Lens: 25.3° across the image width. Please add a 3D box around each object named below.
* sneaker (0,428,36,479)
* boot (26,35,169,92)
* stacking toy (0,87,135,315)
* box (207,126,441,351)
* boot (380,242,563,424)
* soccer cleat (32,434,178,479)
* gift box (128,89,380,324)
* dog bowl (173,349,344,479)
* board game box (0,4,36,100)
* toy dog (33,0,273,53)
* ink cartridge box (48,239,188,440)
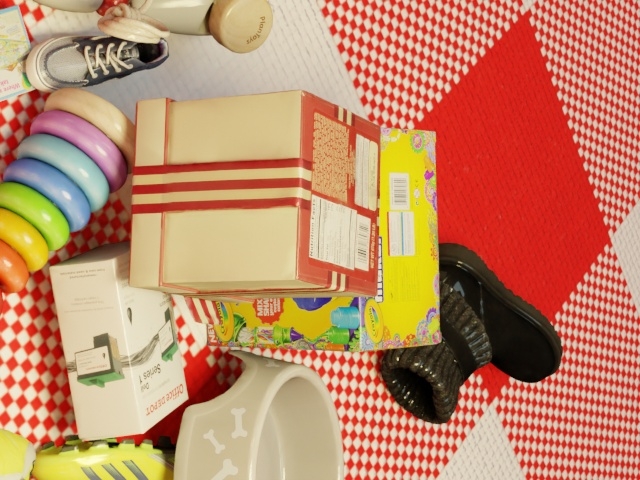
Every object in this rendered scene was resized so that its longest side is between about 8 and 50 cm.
[{"bbox_3d":[-0.458,0.193,1.525,0.385,0.145,0.147,19,75,-48],"label":"sneaker"},{"bbox_3d":[-0.273,-0.228,1.766,0.190,0.086,0.069,-28,109,-55],"label":"boot"},{"bbox_3d":[-0.345,-0.018,1.680,0.141,0.141,0.330,50,60,-35],"label":"stacking toy"},{"bbox_3d":[0.000,0.000,1.944,0.177,0.279,0.289,-1,89,-49],"label":"box"},{"bbox_3d":[0.245,0.199,2.321,0.348,0.131,0.260,41,52,-27],"label":"boot"},{"bbox_3d":[-0.241,0.307,1.803,0.289,0.093,0.121,11,83,-48],"label":"soccer cleat"},{"bbox_3d":[-0.080,-0.032,1.728,0.276,0.258,0.255,26,65,-62],"label":"gift box"},{"bbox_3d":[-0.069,0.317,1.903,0.349,0.102,0.348,-2,90,-67],"label":"dog bowl"},{"bbox_3d":[-0.407,-0.209,1.681,0.154,0.026,0.103,-29,110,-45],"label":"board game box"},{"bbox_3d":[-0.197,-0.346,1.811,0.334,0.220,0.161,-5,115,-58],"label":"toy dog"},{"bbox_3d":[-0.246,0.119,1.766,0.160,0.093,0.219,-34,116,-71],"label":"ink cartridge box"}]
